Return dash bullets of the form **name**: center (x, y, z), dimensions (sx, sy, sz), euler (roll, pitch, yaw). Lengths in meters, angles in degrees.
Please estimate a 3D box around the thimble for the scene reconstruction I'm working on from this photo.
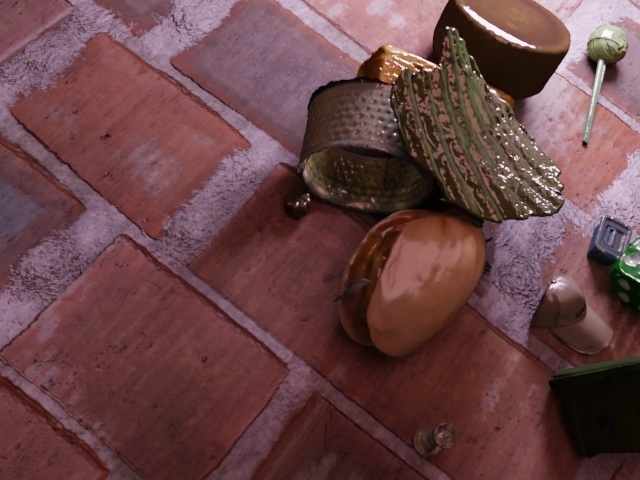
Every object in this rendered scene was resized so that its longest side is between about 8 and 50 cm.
- **thimble**: center (0.090, -0.173, 1.619), dimensions (0.271, 0.271, 0.150), euler (15, 64, -9)

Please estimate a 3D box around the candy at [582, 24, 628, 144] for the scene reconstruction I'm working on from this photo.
- **candy**: center (0.659, -0.369, 2.002), dimensions (0.092, 0.093, 0.335), euler (4, 65, 34)

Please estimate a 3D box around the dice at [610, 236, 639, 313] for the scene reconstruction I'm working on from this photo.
- **dice**: center (0.680, 0.071, 1.726), dimensions (0.131, 0.120, 0.128), euler (-42, 51, -11)

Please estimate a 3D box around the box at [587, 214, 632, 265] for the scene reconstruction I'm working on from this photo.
- **box**: center (0.614, 0.004, 1.806), dimensions (0.074, 0.054, 0.099), euler (28, 60, -4)

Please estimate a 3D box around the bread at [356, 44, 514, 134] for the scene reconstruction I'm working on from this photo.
- **bread**: center (0.228, -0.265, 1.769), dimensions (0.344, 0.149, 0.195), euler (22, 67, -9)

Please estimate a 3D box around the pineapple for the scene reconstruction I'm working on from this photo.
- **pineapple**: center (0.276, -0.039, 1.696), dimensions (0.125, 0.125, 0.251), euler (-7, 72, -20)

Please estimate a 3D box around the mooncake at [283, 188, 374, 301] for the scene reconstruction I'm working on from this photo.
- **mooncake**: center (0.004, 0.010, 1.541), dimensions (0.150, 0.057, 0.347), euler (-37, 41, -19)

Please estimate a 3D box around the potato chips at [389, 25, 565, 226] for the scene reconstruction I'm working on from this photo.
- **potato chips**: center (0.304, -0.200, 1.571), dimensions (0.389, 0.097, 0.373), euler (48, 45, -9)

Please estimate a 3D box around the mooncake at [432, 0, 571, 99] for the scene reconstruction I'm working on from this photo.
- **mooncake**: center (0.394, -0.438, 1.873), dimensions (0.285, 0.155, 0.284), euler (13, 44, -13)

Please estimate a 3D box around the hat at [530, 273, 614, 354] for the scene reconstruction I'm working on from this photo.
- **hat**: center (0.521, 0.141, 1.694), dimensions (0.175, 0.085, 0.147), euler (37, 59, 4)

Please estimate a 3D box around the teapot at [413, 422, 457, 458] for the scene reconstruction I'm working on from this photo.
- **teapot**: center (0.205, 0.354, 1.498), dimensions (0.057, 0.083, 0.067), euler (32, 58, -5)

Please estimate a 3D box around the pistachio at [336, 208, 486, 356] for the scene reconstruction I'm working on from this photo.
- **pistachio**: center (0.172, 0.064, 1.555), dimensions (0.321, 0.229, 0.238), euler (-45, 116, -21)

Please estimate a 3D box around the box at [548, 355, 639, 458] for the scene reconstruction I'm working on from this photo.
- **box**: center (0.601, 0.294, 1.520), dimensions (0.253, 0.329, 0.177), euler (-6, 79, -17)
